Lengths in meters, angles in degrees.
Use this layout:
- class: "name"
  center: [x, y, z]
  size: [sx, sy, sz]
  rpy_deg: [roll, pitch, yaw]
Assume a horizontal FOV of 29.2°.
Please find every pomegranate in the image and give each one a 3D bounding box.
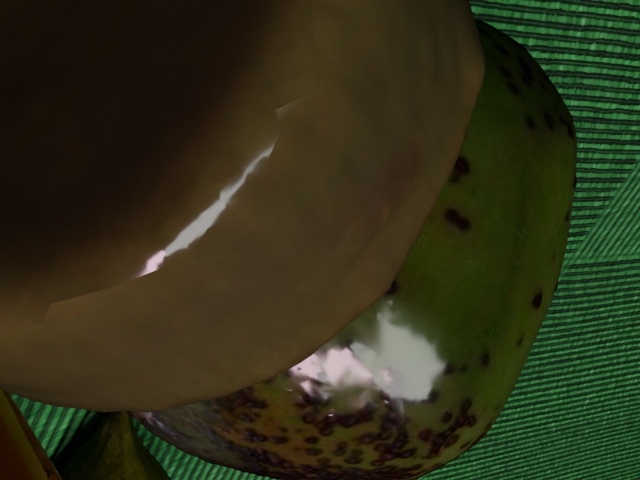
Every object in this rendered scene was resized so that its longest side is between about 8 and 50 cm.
- class: "pomegranate"
  center: [0.000, 0.000, 0.716]
  size: [0.285, 0.285, 0.341]
  rpy_deg: [-36, 173, -3]

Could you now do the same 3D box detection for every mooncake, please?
- class: "mooncake"
  center: [-0.082, -0.077, 0.492]
  size: [0.284, 0.284, 0.155]
  rpy_deg: [-41, 151, 4]

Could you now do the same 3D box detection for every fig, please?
- class: "fig"
  center: [-0.139, 0.207, 0.921]
  size: [0.126, 0.133, 0.185]
  rpy_deg: [21, 95, -44]

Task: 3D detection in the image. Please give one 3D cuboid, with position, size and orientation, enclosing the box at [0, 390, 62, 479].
- class: "box"
  center: [-0.287, 0.246, 0.699]
  size: [0.283, 0.259, 0.214]
  rpy_deg: [-49, 144, 16]
